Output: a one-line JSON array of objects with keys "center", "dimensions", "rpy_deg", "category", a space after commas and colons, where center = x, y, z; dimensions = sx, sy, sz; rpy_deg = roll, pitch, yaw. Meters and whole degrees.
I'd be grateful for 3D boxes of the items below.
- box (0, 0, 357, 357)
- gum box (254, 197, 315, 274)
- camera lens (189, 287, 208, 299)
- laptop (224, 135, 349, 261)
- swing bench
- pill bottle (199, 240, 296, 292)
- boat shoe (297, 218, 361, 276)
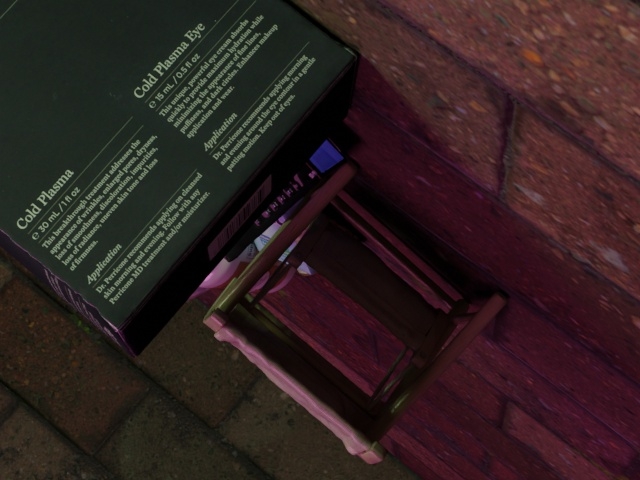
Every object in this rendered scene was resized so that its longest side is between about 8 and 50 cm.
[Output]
[{"center": [-0.191, -0.122, 1.348], "dimensions": [0.312, 0.343, 0.179], "rpy_deg": [40, 169, 6], "category": "box"}, {"center": [-0.071, -0.054, 1.858], "dimensions": [0.157, 0.041, 0.184], "rpy_deg": [23, 143, 58], "category": "gum box"}, {"center": [-0.262, -0.048, 2.162], "dimensions": [0.219, 0.219, 0.274], "rpy_deg": [31, 165, 40], "category": "camera lens"}, {"center": [-0.117, -0.115, 1.599], "dimensions": [0.234, 0.264, 0.136], "rpy_deg": [47, -155, -4], "category": "laptop"}, {"center": [0.031, 0.088, 1.642], "dimensions": [0.253, 0.254, 0.165], "rpy_deg": [42, 168, -5], "category": "swing bench"}, {"center": [-0.144, 0.005, 1.993], "dimensions": [0.131, 0.131, 0.229], "rpy_deg": [32, -166, 36], "category": "pill bottle"}, {"center": [0.000, 0.000, 1.927], "dimensions": [0.072, 0.068, 0.190], "rpy_deg": [54, 157, -4], "category": "boat shoe"}]
